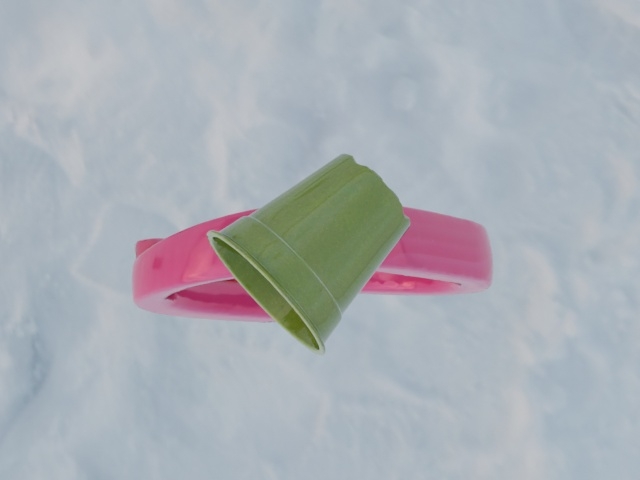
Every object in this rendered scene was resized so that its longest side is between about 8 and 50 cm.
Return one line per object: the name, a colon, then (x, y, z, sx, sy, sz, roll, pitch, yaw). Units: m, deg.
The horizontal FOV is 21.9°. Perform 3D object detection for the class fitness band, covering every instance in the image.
fitness band: (-0.004, 0.019, 1.155, 0.291, 0.209, 0.054, 7, 76, -55)

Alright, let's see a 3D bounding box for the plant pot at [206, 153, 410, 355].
plant pot: (0.000, 0.000, 0.822, 0.079, 0.083, 0.083, -44, 115, -11)
